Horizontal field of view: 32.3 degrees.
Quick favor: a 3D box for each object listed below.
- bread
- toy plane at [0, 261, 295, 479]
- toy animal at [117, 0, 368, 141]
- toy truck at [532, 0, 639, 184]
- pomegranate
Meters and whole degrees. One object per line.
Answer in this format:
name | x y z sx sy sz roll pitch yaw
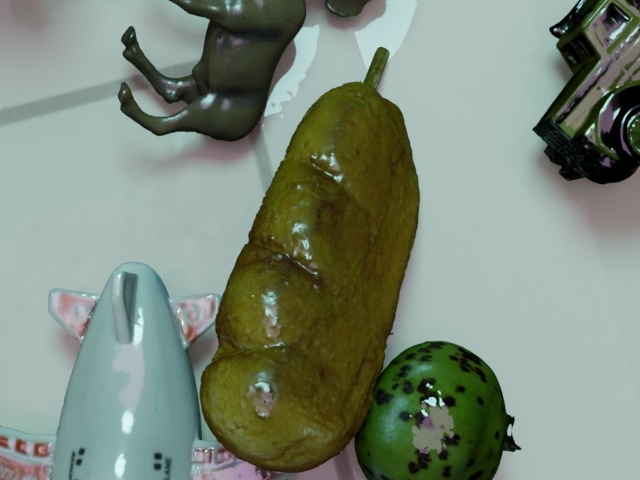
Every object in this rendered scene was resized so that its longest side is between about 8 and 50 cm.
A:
bread | 0.002 -0.001 0.764 0.084 0.124 0.344 -11 49 36
toy plane | -0.135 0.141 0.771 0.252 0.118 0.252 0 88 1
toy animal | -0.043 -0.171 0.797 0.186 0.094 0.214 10 113 -17
toy truck | 0.248 -0.159 0.791 0.127 0.127 0.257 35 88 -2
pomegranate | 0.061 0.124 0.779 0.161 0.122 0.122 23 85 24
